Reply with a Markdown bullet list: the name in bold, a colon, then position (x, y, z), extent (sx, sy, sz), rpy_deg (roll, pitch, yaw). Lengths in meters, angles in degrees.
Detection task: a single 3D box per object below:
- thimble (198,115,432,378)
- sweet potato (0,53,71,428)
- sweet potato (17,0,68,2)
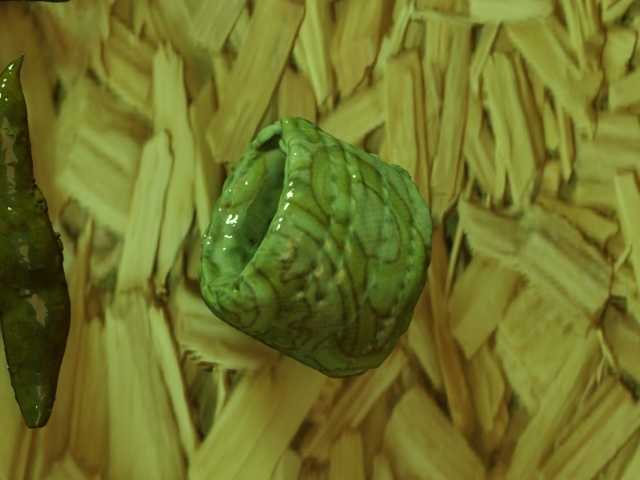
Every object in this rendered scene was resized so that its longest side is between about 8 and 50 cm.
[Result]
- **thimble**: position (0.000, 0.000, 1.404), extent (0.143, 0.137, 0.190), rpy_deg (29, 67, -26)
- **sweet potato**: position (-0.221, 0.001, 1.326), extent (0.067, 0.067, 0.274), rpy_deg (-8, 95, -28)
- **sweet potato**: position (-0.274, -0.190, 1.297), extent (0.206, 0.060, 0.068), rpy_deg (1, 128, -30)
